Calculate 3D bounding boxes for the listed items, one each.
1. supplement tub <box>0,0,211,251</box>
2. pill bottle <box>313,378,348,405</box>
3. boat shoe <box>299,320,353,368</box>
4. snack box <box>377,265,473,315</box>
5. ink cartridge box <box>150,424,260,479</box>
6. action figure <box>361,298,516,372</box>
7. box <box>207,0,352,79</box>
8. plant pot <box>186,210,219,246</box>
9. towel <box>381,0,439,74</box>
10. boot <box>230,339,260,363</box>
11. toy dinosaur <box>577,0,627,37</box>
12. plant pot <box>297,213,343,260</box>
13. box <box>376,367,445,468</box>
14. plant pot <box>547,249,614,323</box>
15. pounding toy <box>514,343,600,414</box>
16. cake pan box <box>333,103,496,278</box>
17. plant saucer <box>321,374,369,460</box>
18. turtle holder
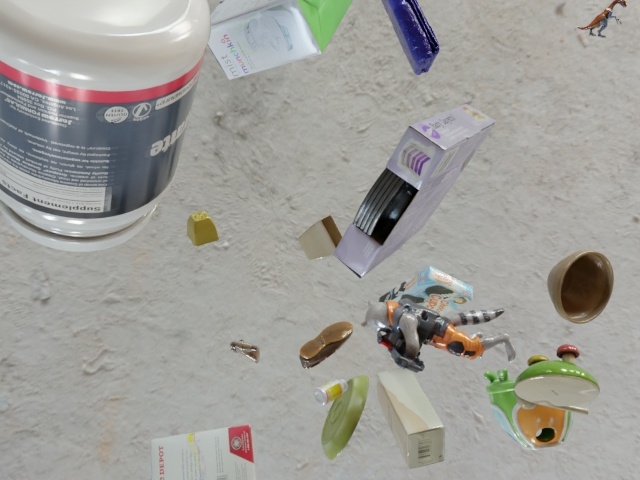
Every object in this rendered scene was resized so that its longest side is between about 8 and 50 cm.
[{"bbox_3d":[-0.220,-0.130,0.509,0.191,0.272,0.191,13,53,-17],"label":"supplement tub"},{"bbox_3d":[0.026,0.356,1.292,0.083,0.043,0.043,-13,95,-41],"label":"pill bottle"},{"bbox_3d":[0.018,0.329,1.714,0.207,0.073,0.073,-26,129,-28],"label":"boat shoe"},{"bbox_3d":[0.367,0.209,1.947,0.187,0.322,0.060,25,54,-16],"label":"snack box"},{"bbox_3d":[-0.202,0.413,0.973,0.176,0.127,0.128,-6,65,-6],"label":"ink cartridge box"},{"bbox_3d":[0.264,0.212,1.342,0.331,0.341,0.178,13,94,-3],"label":"action figure"},{"bbox_3d":[-0.081,-0.473,1.112,0.231,0.261,0.126,-6,134,30],"label":"box"},{"bbox_3d":[-0.375,-0.044,1.717,0.081,0.081,0.083,-18,127,-25],"label":"plant pot"},{"bbox_3d":[0.226,-0.604,1.448,0.076,0.227,0.308,-24,95,12],"label":"towel"},{"bbox_3d":[-0.238,0.347,1.707,0.087,0.118,0.042,8,51,5],"label":"boot"},{"bbox_3d":[0.582,-0.455,1.106,0.090,0.047,0.082,9,108,-31],"label":"toy dinosaur"},{"bbox_3d":[0.000,0.000,1.556,0.096,0.109,0.109,-27,93,19],"label":"plant pot"},{"bbox_3d":[0.285,0.563,1.764,0.121,0.311,0.147,-10,112,-9],"label":"box"},{"bbox_3d":[0.808,0.139,1.738,0.238,0.110,0.237,-4,101,-23],"label":"plant pot"},{"bbox_3d":[0.561,0.324,1.311,0.183,0.236,0.110,-1,54,17],"label":"pounding toy"},{"bbox_3d":[0.150,-0.083,0.860,0.070,0.267,0.245,38,126,15],"label":"cake pan box"},{"bbox_3d":[0.059,0.464,1.458,0.037,0.241,0.240,28,90,-4],"label":"plant saucer"},{"bbox_3d":[0.605,0.486,1.605,0.244,0.320,0.227,-5,73,-18],"label":"turtle holder"}]
